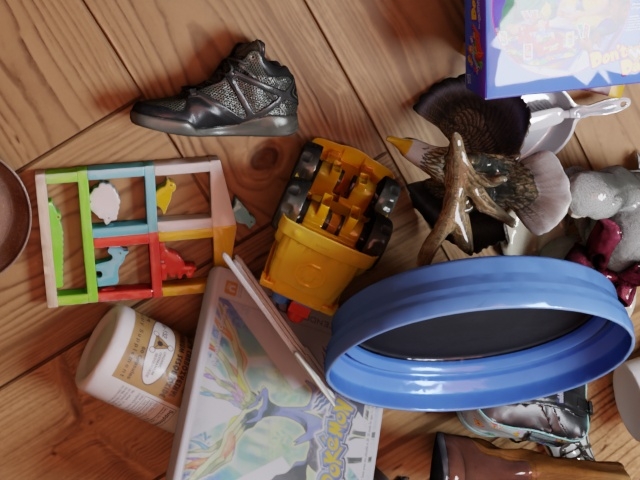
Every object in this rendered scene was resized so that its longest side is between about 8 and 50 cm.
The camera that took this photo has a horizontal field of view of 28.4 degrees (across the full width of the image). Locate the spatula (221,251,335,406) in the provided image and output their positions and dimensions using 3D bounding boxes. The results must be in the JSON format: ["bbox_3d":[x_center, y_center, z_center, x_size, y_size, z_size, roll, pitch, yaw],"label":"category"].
[{"bbox_3d":[-0.053,0.116,1.672,0.019,0.168,0.242,-37,87,3],"label":"spatula"}]

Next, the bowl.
[{"bbox_3d":[0.198,0.124,1.611,0.391,0.391,0.077,2,64,-14],"label":"bowl"}]

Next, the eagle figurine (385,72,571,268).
[{"bbox_3d":[0.188,-0.093,1.648,0.226,0.298,0.225,-34,94,15],"label":"eagle figurine"}]

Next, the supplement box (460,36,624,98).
[{"bbox_3d":[0.321,-0.312,1.707,0.194,0.129,0.191,10,106,-16],"label":"supplement box"}]

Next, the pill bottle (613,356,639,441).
[{"bbox_3d":[0.610,0.212,1.930,0.301,0.169,0.169,-13,111,-8],"label":"pill bottle"}]

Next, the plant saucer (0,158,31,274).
[{"bbox_3d":[-0.482,-0.035,1.667,0.198,0.036,0.199,-4,110,-11],"label":"plant saucer"}]

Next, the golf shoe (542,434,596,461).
[{"bbox_3d":[0.399,0.341,1.966,0.077,0.094,0.198,-26,110,-2],"label":"golf shoe"}]

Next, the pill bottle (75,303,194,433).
[{"bbox_3d":[-0.210,0.193,1.755,0.229,0.131,0.131,29,100,-20],"label":"pill bottle"}]

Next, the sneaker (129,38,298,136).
[{"bbox_3d":[-0.138,-0.202,1.665,0.227,0.087,0.130,-3,107,-15],"label":"sneaker"}]

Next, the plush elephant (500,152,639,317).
[{"bbox_3d":[0.395,0.028,1.781,0.272,0.330,0.255,37,116,-4],"label":"plush elephant"}]

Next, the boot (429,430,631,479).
[{"bbox_3d":[0.299,0.343,1.814,0.280,0.264,0.096,8,82,10],"label":"boot"}]

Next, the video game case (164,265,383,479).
[{"bbox_3d":[-0.048,0.232,1.741,0.300,0.036,0.329,21,66,-25],"label":"video game case"}]

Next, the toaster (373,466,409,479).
[{"bbox_3d":[0.028,0.399,1.890,0.168,0.110,0.186,41,95,-22],"label":"toaster"}]

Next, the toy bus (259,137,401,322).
[{"bbox_3d":[0.000,0.000,1.720,0.149,0.220,0.211,23,127,-4],"label":"toy bus"}]

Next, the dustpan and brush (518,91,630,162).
[{"bbox_3d":[0.330,-0.178,1.791,0.211,0.060,0.147,-14,111,-8],"label":"dustpan and brush"}]

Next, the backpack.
[{"bbox_3d":[0.287,0.215,1.856,0.188,0.144,0.166,12,71,-20],"label":"backpack"}]

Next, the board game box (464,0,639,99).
[{"bbox_3d":[0.358,-0.316,1.601,0.347,0.078,0.233,-7,110,-11],"label":"board game box"}]

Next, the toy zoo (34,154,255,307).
[{"bbox_3d":[-0.234,-0.014,1.733,0.293,0.030,0.192,-5,109,-11],"label":"toy zoo"}]
